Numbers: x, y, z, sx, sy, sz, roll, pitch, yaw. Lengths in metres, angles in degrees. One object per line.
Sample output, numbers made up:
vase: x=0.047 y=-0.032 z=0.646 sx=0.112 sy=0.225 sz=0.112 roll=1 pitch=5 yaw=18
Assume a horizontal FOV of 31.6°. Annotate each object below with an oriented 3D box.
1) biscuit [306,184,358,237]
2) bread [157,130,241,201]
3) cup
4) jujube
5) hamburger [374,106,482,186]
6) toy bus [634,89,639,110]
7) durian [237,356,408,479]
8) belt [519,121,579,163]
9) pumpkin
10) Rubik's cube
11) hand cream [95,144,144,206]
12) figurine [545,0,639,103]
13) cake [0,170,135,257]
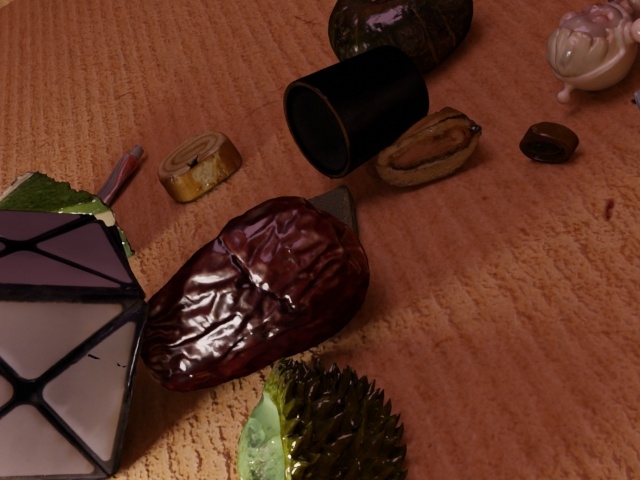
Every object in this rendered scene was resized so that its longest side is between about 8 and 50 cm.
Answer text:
biscuit: x=0.000 y=0.000 z=1.720 sx=0.121 sy=0.040 sz=0.199 roll=-24 pitch=35 yaw=13
bread: x=-0.227 y=-0.142 z=2.065 sx=0.149 sy=0.073 sz=0.122 roll=-36 pitch=31 yaw=-5
cup: x=0.043 y=-0.208 z=1.804 sx=0.177 sy=0.166 sz=0.239 roll=-32 pitch=12 yaw=-25
jujube: x=-0.098 y=0.083 z=1.559 sx=0.342 sy=0.216 sz=0.216 roll=-34 pitch=32 yaw=14
hamburger: x=0.175 y=-0.147 z=1.732 sx=0.176 sy=0.087 sz=0.102 roll=-30 pitch=13 yaw=26
toy bus: x=0.525 y=-0.198 z=1.515 sx=0.190 sy=0.064 sz=0.075 roll=-22 pitch=47 yaw=18
durian: x=-0.008 y=0.257 z=1.373 sx=0.394 sy=0.163 sz=0.198 roll=-119 pitch=47 yaw=-61
belt: x=0.324 y=-0.141 z=1.608 sx=0.083 sy=0.059 sz=0.036 roll=5 pitch=49 yaw=45
pumpkin: x=0.130 y=-0.397 z=1.988 sx=0.260 sy=0.189 sz=0.260 roll=-23 pitch=36 yaw=18
Rubik's cube: x=-0.432 y=0.143 z=1.583 sx=0.310 sy=0.305 sz=0.307 roll=3 pitch=22 yaw=-25
hand cream: x=-0.408 y=-0.102 z=2.210 sx=0.052 sy=0.038 sz=0.216 roll=-25 pitch=31 yaw=59
figurine: x=0.431 y=-0.310 z=1.683 sx=0.256 sy=0.144 sz=0.182 roll=-36 pitch=53 yaw=-8
cake: x=-0.452 y=-0.044 z=2.055 sx=0.283 sy=0.158 sz=0.172 roll=-12 pitch=37 yaw=25
